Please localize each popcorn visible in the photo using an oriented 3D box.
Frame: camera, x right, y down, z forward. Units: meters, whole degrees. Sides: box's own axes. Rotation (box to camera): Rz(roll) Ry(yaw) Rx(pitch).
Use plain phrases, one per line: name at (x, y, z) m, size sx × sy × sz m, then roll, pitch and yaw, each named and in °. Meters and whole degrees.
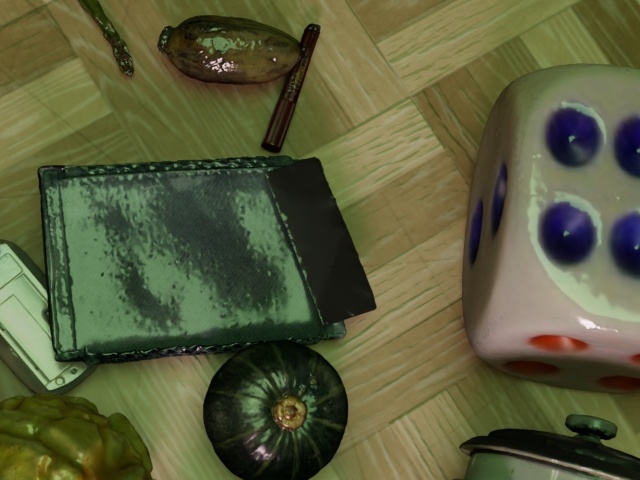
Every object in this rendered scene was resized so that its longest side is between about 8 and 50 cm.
popcorn at (-0.294, 0.301, 1.537) m, size 0.247 × 0.282 × 0.282 m, roll 35°, pitch 73°, yaw 2°

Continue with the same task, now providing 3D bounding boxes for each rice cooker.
rice cooker at (0.260, 0.333, 1.580) m, size 0.317 × 0.264 × 0.316 m, roll 2°, pitch 86°, yaw -30°

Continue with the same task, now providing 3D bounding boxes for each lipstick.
lipstick at (-0.035, -0.192, 1.821) m, size 0.027 × 0.027 × 0.176 m, roll 18°, pitch 71°, yaw -1°

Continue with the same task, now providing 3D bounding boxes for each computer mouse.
computer mouse at (-0.340, 0.090, 1.695) m, size 0.102 × 0.045 × 0.199 m, roll -41°, pitch 85°, yaw -17°

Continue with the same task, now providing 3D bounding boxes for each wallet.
wallet at (-0.152, 0.022, 1.713) m, size 0.342 × 0.075 × 0.237 m, roll -4°, pitch 72°, yaw -17°

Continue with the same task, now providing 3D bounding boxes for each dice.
dice at (0.316, -0.005, 1.658) m, size 0.277 × 0.304 × 0.304 m, roll 10°, pitch 73°, yaw -4°

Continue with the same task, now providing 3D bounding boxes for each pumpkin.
pumpkin at (-0.049, 0.196, 1.654) m, size 0.167 × 0.125 × 0.167 m, roll 4°, pitch 70°, yaw -12°

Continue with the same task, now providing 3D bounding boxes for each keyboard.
keyboard at (0.000, 0.000, 1.719) m, size 0.074 × 0.015 × 0.196 m, roll -19°, pitch 80°, yaw -18°

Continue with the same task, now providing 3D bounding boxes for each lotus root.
lotus root at (-0.110, -0.230, 1.795) m, size 0.179 × 0.089 × 0.080 m, roll 7°, pitch 114°, yaw -7°

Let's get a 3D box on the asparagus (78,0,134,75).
asparagus at (-0.298, -0.304, 1.828) m, size 0.025 × 0.024 × 0.248 m, roll -41°, pitch 79°, yaw 28°
